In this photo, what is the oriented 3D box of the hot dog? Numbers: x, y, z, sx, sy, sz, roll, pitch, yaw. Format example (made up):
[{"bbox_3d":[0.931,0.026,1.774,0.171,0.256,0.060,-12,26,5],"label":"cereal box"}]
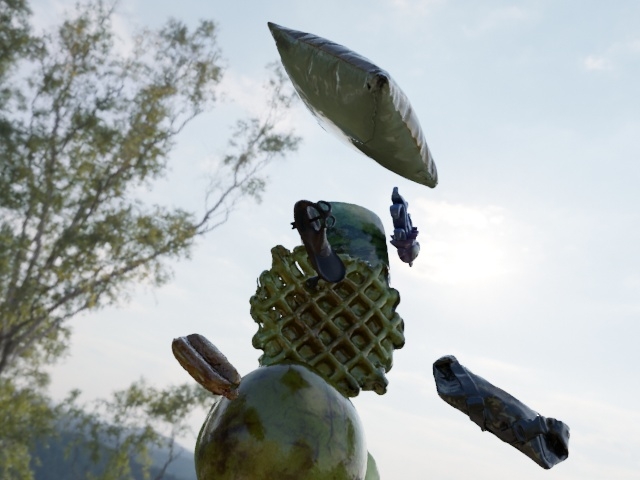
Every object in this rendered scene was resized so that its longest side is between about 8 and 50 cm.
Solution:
[{"bbox_3d":[-0.155,0.172,0.880,0.062,0.038,0.144,-3,23,-40],"label":"hot dog"}]

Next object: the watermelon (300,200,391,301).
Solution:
[{"bbox_3d":[0.040,0.057,1.495,0.213,0.261,0.201,-2,-16,-21],"label":"watermelon"}]

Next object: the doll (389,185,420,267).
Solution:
[{"bbox_3d":[0.190,-0.026,1.475,0.067,0.110,0.206,-2,-60,28],"label":"doll"}]

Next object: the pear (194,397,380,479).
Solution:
[{"bbox_3d":[-0.080,0.483,1.259,0.399,0.399,0.165,17,18,4],"label":"pear"}]

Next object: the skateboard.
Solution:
[{"bbox_3d":[0.000,0.000,1.061,0.067,0.151,0.080,-20,-1,-40],"label":"skateboard"}]

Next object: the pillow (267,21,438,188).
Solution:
[{"bbox_3d":[0.063,-0.238,1.145,0.310,0.119,0.312,42,-3,38],"label":"pillow"}]

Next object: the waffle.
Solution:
[{"bbox_3d":[0.014,0.151,1.220,0.317,0.297,0.073,9,-24,-18],"label":"waffle"}]

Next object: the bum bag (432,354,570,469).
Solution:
[{"bbox_3d":[0.282,0.271,1.027,0.248,0.102,0.069,29,-42,16],"label":"bum bag"}]

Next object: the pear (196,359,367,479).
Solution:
[{"bbox_3d":[-0.062,0.333,1.018,0.284,0.283,0.283,16,-23,7],"label":"pear"}]
